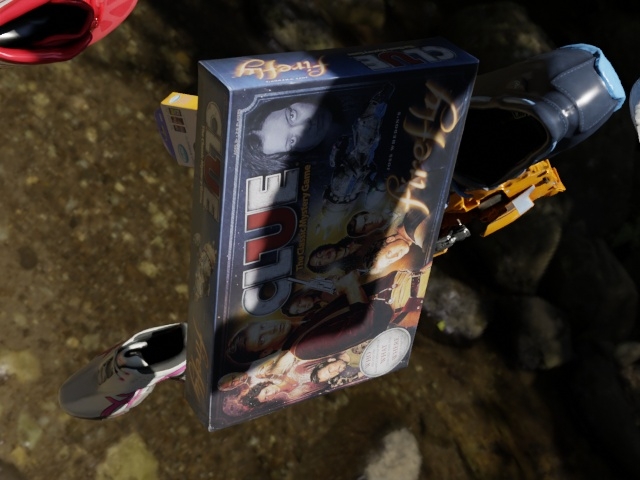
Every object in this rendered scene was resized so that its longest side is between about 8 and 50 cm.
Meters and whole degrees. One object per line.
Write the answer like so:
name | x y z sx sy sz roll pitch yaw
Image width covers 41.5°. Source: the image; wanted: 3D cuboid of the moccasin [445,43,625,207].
moccasin | 0.166 -0.118 0.911 0.117 0.342 0.137 -37 91 -23

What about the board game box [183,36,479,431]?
board game box | 0.000 0.000 0.536 0.165 0.243 0.042 -13 39 -28

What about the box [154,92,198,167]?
box | -0.113 -0.111 0.898 0.028 0.136 0.081 -50 144 -38

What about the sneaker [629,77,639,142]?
sneaker | 0.402 -0.120 0.918 0.235 0.090 0.094 30 36 -33

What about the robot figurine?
robot figurine | 0.229 -0.070 1.343 0.085 0.291 0.211 44 28 -33

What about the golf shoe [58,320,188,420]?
golf shoe | -0.189 0.122 0.842 0.086 0.186 0.067 49 20 -58

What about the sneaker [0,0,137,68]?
sneaker | -0.199 -0.178 0.684 0.221 0.128 0.087 -43 133 -43
